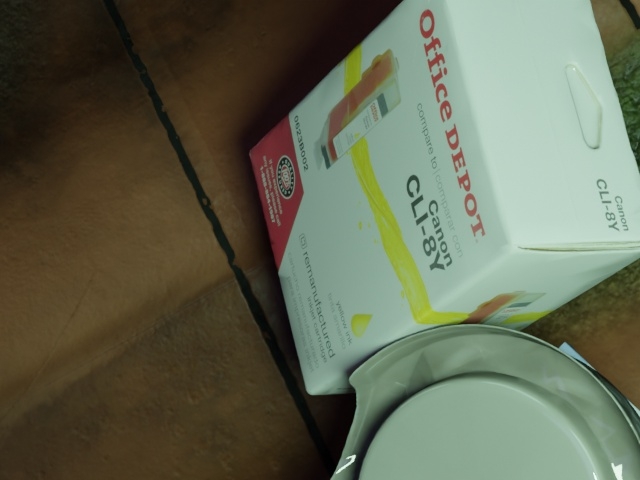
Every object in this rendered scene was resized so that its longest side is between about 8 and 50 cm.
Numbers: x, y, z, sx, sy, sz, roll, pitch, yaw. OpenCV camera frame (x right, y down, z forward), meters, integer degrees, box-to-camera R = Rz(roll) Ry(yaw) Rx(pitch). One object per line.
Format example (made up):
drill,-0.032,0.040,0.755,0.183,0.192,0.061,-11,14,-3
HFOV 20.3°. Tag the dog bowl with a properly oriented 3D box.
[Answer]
dog bowl,0.158,0.247,1.628,0.348,0.102,0.349,0,90,29

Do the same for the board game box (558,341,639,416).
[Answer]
board game box,0.255,0.225,1.675,0.211,0.039,0.160,43,95,22

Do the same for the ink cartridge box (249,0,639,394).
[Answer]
ink cartridge box,0.108,-0.047,1.686,0.384,0.160,0.279,-40,58,53
